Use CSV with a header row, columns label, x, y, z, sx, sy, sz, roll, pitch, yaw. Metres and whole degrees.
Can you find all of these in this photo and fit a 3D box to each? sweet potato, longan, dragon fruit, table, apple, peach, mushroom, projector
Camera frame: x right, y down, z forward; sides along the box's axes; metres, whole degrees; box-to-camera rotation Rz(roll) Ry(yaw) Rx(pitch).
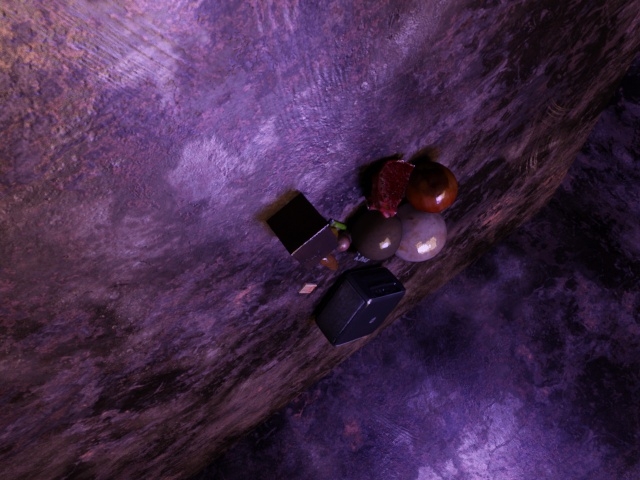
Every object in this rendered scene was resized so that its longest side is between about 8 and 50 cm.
label,x,y,z,sx,sy,sz,roll,pitch,yaw
sweet potato,0.041,0.091,1.941,0.072,0.066,0.314,-4,164,21
longan,0.256,-0.024,1.861,0.248,0.248,0.248,-30,152,-18
dragon fruit,0.244,-0.193,1.683,0.262,0.134,0.211,-65,-174,-35
table,-0.052,-0.028,1.525,0.172,0.169,0.193,-39,153,0
apple,0.475,-0.236,1.822,0.229,0.230,0.230,-30,152,-18
peach,0.093,0.009,1.862,0.083,0.083,0.083,-30,152,-18
mushroom,0.457,-0.049,2.079,0.297,0.297,0.290,-40,-167,2
projector,0.223,0.359,2.391,0.395,0.242,0.405,-4,135,-46

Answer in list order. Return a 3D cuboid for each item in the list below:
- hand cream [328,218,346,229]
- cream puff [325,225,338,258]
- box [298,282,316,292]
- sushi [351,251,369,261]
label,x,y,z,sx,sy,sz,roll,pitch,yaw
hand cream,0.070,-0.067,1.783,0.036,0.023,0.122,-45,149,20
cream puff,0.000,0.000,1.714,0.146,0.116,0.146,-53,153,-41
box,-0.064,0.234,2.083,0.058,0.015,0.093,-51,150,18
sushi,0.248,0.005,2.093,0.220,0.047,0.231,-50,156,11
